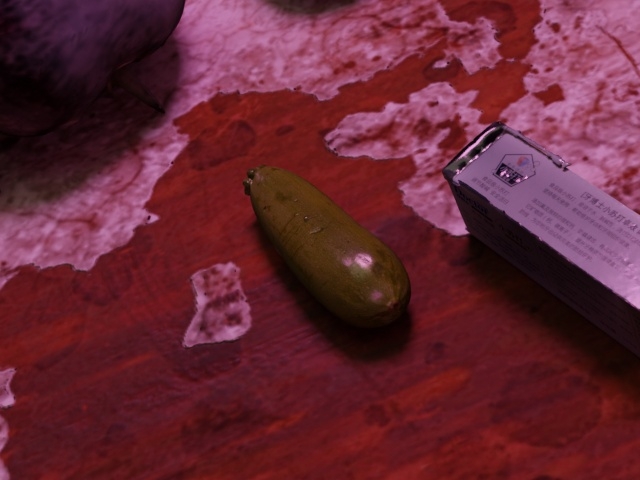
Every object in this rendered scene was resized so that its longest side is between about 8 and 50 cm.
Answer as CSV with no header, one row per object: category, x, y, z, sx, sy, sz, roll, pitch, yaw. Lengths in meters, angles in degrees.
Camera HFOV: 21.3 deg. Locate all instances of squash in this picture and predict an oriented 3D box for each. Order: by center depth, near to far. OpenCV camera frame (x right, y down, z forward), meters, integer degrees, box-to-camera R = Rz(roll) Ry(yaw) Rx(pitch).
squash,0.000,0.000,1.289,0.066,0.066,0.201,-33,46,-12

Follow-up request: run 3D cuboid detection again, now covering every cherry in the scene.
cherry,-0.239,-0.218,1.454,0.255,0.296,0.218,-46,23,-23

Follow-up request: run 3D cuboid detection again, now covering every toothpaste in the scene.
toothpaste,0.211,0.027,1.176,0.071,0.089,0.313,-43,49,-11
